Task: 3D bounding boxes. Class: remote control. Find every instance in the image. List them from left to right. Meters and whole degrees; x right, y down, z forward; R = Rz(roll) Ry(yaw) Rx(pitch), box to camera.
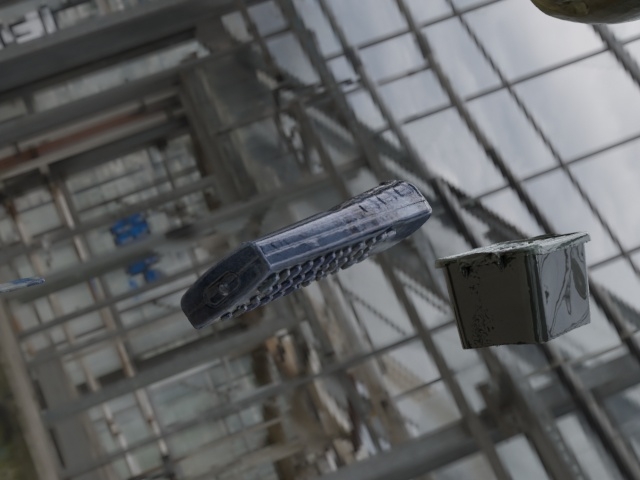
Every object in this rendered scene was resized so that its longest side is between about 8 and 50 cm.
[{"bbox_3d":[0.001,0.001,0.502,0.027,0.043,0.152,60,31,3],"label":"remote control"}]

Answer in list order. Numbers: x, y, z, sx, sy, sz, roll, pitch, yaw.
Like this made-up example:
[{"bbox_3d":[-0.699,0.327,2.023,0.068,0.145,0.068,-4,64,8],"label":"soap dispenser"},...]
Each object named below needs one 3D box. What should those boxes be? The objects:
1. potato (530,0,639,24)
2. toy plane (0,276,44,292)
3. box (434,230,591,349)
[{"bbox_3d":[0.249,-0.256,0.970,0.197,0.228,0.149,4,73,-59],"label":"potato"},{"bbox_3d":[-0.243,0.077,0.657,0.273,0.182,0.107,7,-63,52],"label":"toy plane"},{"bbox_3d":[0.144,0.035,0.887,0.084,0.122,0.069,-10,-89,35],"label":"box"}]
